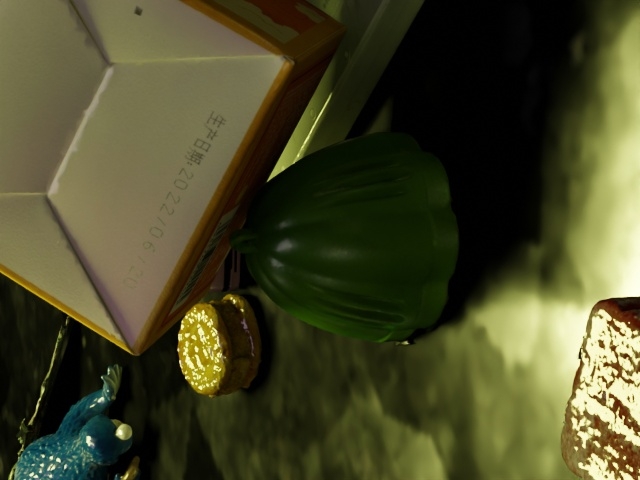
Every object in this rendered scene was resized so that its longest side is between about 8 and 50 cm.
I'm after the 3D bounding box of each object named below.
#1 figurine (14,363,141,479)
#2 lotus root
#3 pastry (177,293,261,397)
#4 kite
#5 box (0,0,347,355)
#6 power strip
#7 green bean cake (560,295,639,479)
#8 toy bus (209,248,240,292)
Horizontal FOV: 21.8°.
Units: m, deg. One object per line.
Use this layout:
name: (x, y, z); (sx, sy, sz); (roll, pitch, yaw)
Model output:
figurine: (-0.295, 0.275, 1.980); (0.262, 0.120, 0.164); (-59, 39, 41)
lotus root: (0.000, 0.000, 1.383); (0.186, 0.186, 0.186); (7, 99, 61)
pastry: (-0.103, 0.106, 1.687); (0.097, 0.057, 0.109); (51, 136, 44)
kite: (-0.373, 0.244, 2.124); (0.268, 0.013, 0.323); (134, 154, -82)
box: (-0.164, -0.109, 1.381); (0.259, 0.214, 0.284); (32, 109, 6)
power strip: (0.005, -0.155, 1.491); (0.367, 0.043, 0.106); (-59, 43, 44)
green bean cake: (0.224, 0.117, 1.102); (0.135, 0.056, 0.136); (37, 124, 53)
toy bus: (-0.152, 0.008, 1.726); (0.178, 0.098, 0.087); (12, 102, 60)
